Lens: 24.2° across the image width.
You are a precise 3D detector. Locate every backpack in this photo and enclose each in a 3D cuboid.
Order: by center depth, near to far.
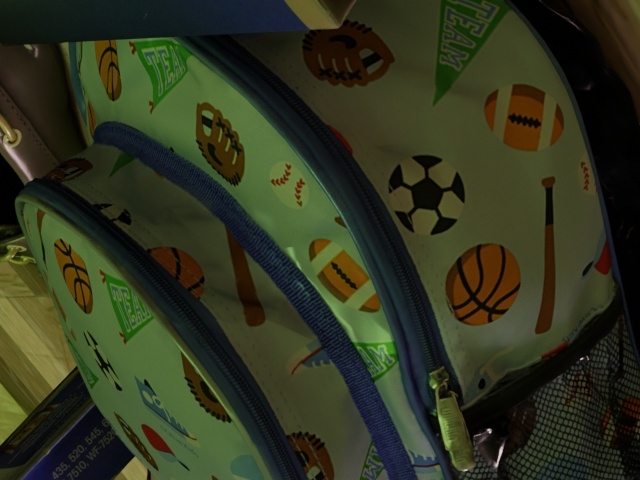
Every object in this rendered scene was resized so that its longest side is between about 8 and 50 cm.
[{"bbox_3d":[0.000,0.000,0.602,0.276,0.213,0.263,26,138,43],"label":"backpack"}]

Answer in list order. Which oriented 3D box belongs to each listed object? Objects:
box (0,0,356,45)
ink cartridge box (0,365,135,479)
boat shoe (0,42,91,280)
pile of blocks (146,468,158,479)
[{"bbox_3d":[-0.043,-0.128,0.512,0.225,0.136,0.036,8,148,47],"label":"box"},{"bbox_3d":[-0.206,0.182,1.071,0.072,0.303,0.307,47,157,-9],"label":"ink cartridge box"},{"bbox_3d":[-0.188,-0.046,0.941,0.116,0.097,0.324,35,153,23],"label":"boat shoe"},{"bbox_3d":[-0.040,0.119,0.964,0.149,0.112,0.362,7,142,-17],"label":"pile of blocks"}]
